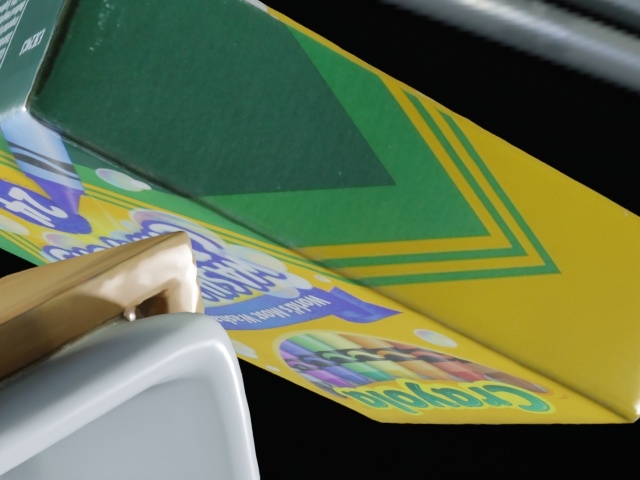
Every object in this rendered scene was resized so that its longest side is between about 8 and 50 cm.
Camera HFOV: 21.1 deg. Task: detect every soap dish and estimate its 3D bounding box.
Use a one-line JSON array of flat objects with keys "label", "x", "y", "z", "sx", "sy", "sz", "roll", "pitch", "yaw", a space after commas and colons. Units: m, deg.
[{"label": "soap dish", "x": -0.120, "y": 0.163, "z": 0.568, "sx": 0.118, "sy": 0.229, "sz": 0.291, "roll": 15, "pitch": -57, "yaw": 41}]

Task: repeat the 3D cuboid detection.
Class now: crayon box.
[{"label": "crayon box", "x": 0.000, "y": 0.000, "z": 0.712, "sx": 0.323, "sy": 0.083, "sz": 0.203, "roll": 26, "pitch": -17, "yaw": -23}]
